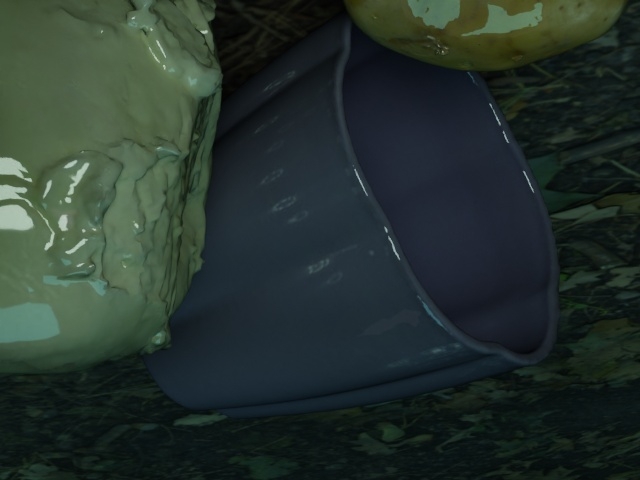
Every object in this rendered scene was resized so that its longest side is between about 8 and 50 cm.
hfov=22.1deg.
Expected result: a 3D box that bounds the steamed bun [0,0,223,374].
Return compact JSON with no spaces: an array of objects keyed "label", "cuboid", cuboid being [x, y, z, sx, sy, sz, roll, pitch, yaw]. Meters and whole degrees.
[{"label":"steamed bun","cuboid":[-0.206,-0.075,0.906,0.312,0.233,0.334,7,-167,-7]}]

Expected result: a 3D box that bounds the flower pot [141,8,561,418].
[{"label":"flower pot","cuboid":[0.000,0.000,1.125,0.243,0.265,0.265,-25,149,32]}]

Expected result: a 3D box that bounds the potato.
[{"label":"potato","cuboid":[0.098,-0.158,0.993,0.178,0.109,0.118,4,176,-8]}]
